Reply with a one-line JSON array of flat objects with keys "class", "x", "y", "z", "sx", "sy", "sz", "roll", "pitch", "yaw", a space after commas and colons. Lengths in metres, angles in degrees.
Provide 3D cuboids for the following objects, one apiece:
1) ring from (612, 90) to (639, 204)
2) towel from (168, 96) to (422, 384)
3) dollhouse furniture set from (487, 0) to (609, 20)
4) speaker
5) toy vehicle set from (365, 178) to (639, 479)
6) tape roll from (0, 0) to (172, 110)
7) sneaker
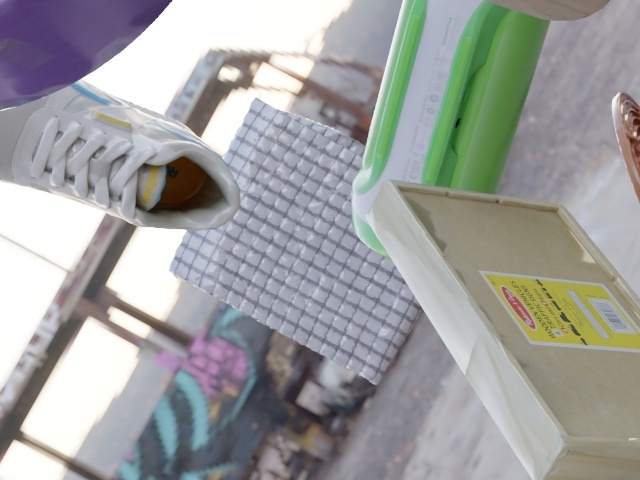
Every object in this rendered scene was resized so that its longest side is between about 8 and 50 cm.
[{"class": "ring", "x": 0.366, "y": 0.006, "z": 1.467, "sx": 0.032, "sy": 0.337, "sz": 0.336, "roll": -26, "pitch": 14, "yaw": 20}, {"class": "towel", "x": 0.000, "y": 0.000, "z": 1.740, "sx": 0.235, "sy": 0.283, "sz": 0.121, "roll": -63, "pitch": -1, "yaw": -4}, {"class": "dollhouse furniture set", "x": 0.230, "y": -0.363, "z": 0.855, "sx": 0.394, "sy": 0.256, "sz": 0.362, "roll": 132, "pitch": 150, "yaw": -58}, {"class": "speaker", "x": 0.111, "y": -0.129, "z": 1.250, "sx": 0.131, "sy": 0.131, "sz": 0.297, "roll": -62, "pitch": -12, "yaw": -62}, {"class": "toy vehicle set", "x": 0.154, "y": 0.058, "z": 1.018, "sx": 0.035, "sy": 0.166, "sz": 0.267, "roll": -64, "pitch": 36, "yaw": 29}, {"class": "tape roll", "x": -0.118, "y": -0.132, "z": 0.417, "sx": 0.189, "sy": 0.189, "sz": 0.080, "roll": -62, "pitch": -11, "yaw": -1}, {"class": "sneaker", "x": -0.157, "y": -0.062, "z": 1.076, "sx": 0.092, "sy": 0.228, "sz": 0.087, "roll": 37, "pitch": 110, "yaw": 47}]
